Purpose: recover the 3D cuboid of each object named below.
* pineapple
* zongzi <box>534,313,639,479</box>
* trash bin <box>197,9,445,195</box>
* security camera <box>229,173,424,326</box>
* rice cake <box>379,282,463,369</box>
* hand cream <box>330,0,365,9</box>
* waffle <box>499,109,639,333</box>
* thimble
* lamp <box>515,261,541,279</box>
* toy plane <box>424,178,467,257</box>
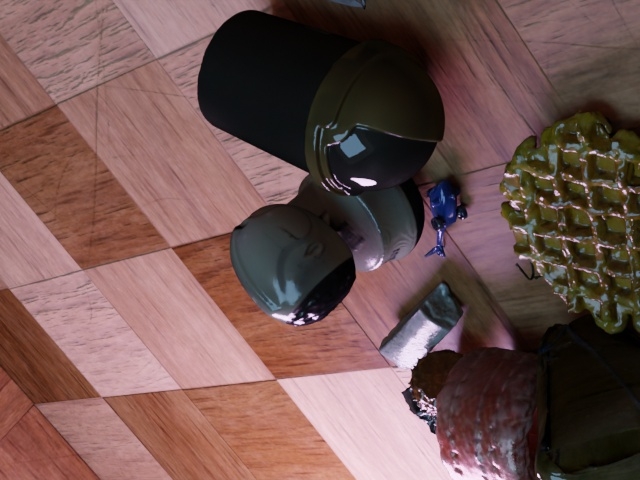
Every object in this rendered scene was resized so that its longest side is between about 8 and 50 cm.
[{"bbox_3d":[0.195,0.252,2.271,0.111,0.119,0.237,-11,157,-3],"label":"pineapple"},{"bbox_3d":[0.472,0.203,1.855,0.393,0.356,0.174,-18,116,14],"label":"zongzi"},{"bbox_3d":[0.011,-0.179,1.870,0.334,0.214,0.214,23,143,30],"label":"trash bin"},{"bbox_3d":[0.000,0.000,2.005,0.191,0.277,0.197,48,149,6],"label":"security camera"},{"bbox_3d":[0.161,0.144,2.229,0.069,0.063,0.206,39,147,-2],"label":"rice cake"},{"bbox_3d":[0.002,-0.403,1.765,0.084,0.050,0.257,19,147,32],"label":"hand cream"},{"bbox_3d":[0.378,-0.017,1.800,0.325,0.068,0.302,41,140,0],"label":"waffle"},{"bbox_3d":[0.292,0.279,2.106,0.162,0.239,0.239,5,133,43],"label":"thimble"},{"bbox_3d":[0.339,0.038,1.959,0.121,0.041,0.054,2,140,39],"label":"lamp"},{"bbox_3d":[0.175,-0.031,2.032,0.062,0.054,0.167,49,155,35],"label":"toy plane"}]
